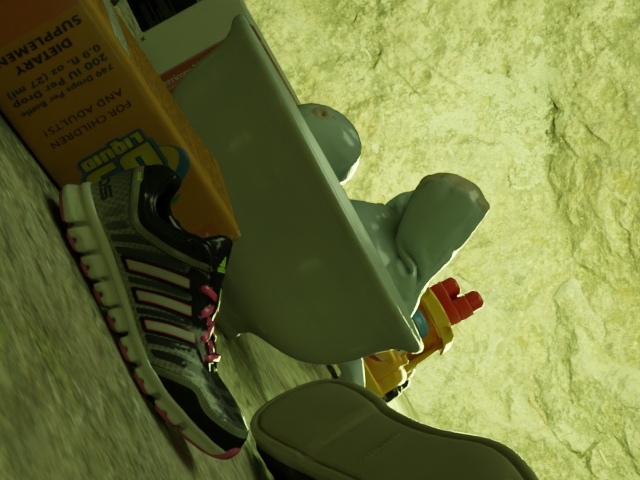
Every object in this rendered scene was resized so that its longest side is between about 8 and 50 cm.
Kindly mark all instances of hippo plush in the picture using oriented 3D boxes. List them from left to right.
[{"bbox_3d":[0.000,0.000,1.671,0.236,0.294,0.234,36,-21,1],"label":"hippo plush"}]

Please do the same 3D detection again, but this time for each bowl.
[{"bbox_3d":[-0.046,-0.016,1.279,0.298,0.134,0.298,62,2,-4],"label":"bowl"}]

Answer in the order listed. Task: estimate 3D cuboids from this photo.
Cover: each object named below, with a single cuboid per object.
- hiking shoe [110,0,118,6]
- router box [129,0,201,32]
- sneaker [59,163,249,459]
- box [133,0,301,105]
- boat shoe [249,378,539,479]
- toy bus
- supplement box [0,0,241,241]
[{"bbox_3d":[-0.219,-0.338,1.561,0.227,0.114,0.086,59,2,-36],"label":"hiking shoe"},{"bbox_3d":[-0.151,-0.229,2.099,0.309,0.081,0.243,63,3,29],"label":"router box"},{"bbox_3d":[-0.073,0.032,0.871,0.170,0.074,0.063,62,2,8],"label":"sneaker"},{"bbox_3d":[-0.106,-0.168,1.783,0.170,0.130,0.091,58,5,-43],"label":"box"},{"bbox_3d":[0.059,0.173,0.995,0.335,0.112,0.095,27,-37,63],"label":"boat shoe"},{"bbox_3d":[0.108,0.112,2.098,0.149,0.211,0.220,63,4,2],"label":"toy bus"},{"bbox_3d":[-0.128,-0.076,0.931,0.233,0.078,0.080,58,4,-47],"label":"supplement box"}]
